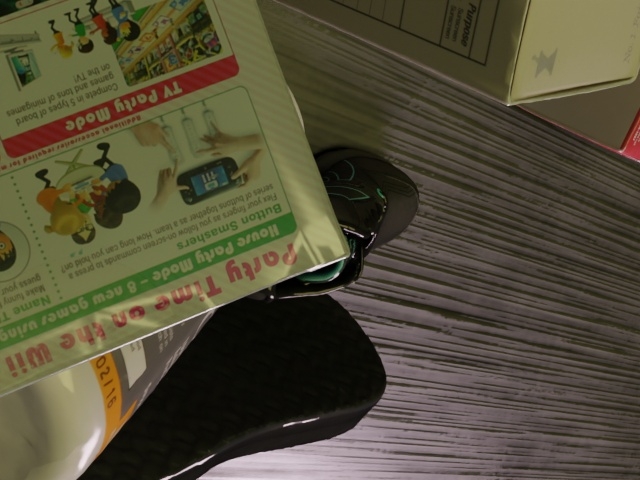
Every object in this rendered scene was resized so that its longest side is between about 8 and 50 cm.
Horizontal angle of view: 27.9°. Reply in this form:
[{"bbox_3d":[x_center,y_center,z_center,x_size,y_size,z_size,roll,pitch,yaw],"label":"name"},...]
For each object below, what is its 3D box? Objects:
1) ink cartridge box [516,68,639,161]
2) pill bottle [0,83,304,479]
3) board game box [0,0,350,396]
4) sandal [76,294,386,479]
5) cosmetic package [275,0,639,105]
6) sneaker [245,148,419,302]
[{"bbox_3d":[0.285,-0.140,1.152,0.176,0.127,0.128,14,104,-50],"label":"ink cartridge box"},{"bbox_3d":[-0.125,-0.003,0.717,0.278,0.162,0.162,-51,148,-47],"label":"pill bottle"},{"bbox_3d":[-0.147,-0.096,0.505,0.224,0.097,0.303,-21,99,-11],"label":"board game box"},{"bbox_3d":[-0.124,0.113,0.865,0.445,0.168,0.107,4,136,-49],"label":"sandal"},{"bbox_3d":[0.033,-0.201,0.690,0.113,0.309,0.160,-14,125,-43],"label":"cosmetic package"},{"bbox_3d":[0.000,0.000,0.948,0.267,0.106,0.101,-15,124,-49],"label":"sneaker"}]
